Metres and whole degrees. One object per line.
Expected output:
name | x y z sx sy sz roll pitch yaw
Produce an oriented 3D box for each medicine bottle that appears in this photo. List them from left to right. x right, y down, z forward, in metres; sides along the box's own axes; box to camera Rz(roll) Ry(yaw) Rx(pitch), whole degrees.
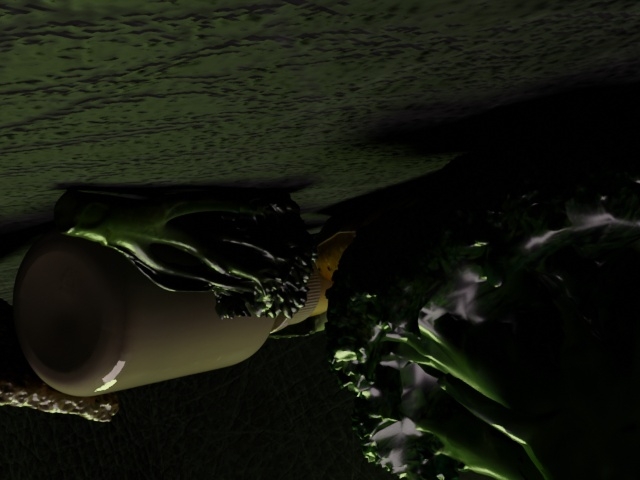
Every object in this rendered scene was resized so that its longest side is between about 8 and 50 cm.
medicine bottle | -0.093 0.041 0.663 0.114 0.114 0.252 -12 175 34

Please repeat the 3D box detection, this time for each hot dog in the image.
hot dog | 0.083 -0.005 0.721 0.131 0.069 0.253 -6 173 -30

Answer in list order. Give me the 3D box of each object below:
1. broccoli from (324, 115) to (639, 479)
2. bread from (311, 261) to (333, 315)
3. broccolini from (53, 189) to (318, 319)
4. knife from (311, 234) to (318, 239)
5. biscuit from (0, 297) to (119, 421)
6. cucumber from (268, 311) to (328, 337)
broccoli | 0.157 0.076 0.503 0.298 0.297 0.297 -9 146 -6
bread | -0.073 0.039 0.856 0.173 0.085 0.134 -3 169 -46
broccolini | -0.079 -0.005 0.547 0.203 0.091 0.068 23 -175 -46
knife | 0.000 0.000 0.963 0.207 0.014 0.030 -8 177 -10
biscuit | -0.256 0.066 0.664 0.237 0.026 0.131 26 179 42
cucumber | 0.010 0.064 1.176 0.145 0.105 0.325 -8 -179 24
